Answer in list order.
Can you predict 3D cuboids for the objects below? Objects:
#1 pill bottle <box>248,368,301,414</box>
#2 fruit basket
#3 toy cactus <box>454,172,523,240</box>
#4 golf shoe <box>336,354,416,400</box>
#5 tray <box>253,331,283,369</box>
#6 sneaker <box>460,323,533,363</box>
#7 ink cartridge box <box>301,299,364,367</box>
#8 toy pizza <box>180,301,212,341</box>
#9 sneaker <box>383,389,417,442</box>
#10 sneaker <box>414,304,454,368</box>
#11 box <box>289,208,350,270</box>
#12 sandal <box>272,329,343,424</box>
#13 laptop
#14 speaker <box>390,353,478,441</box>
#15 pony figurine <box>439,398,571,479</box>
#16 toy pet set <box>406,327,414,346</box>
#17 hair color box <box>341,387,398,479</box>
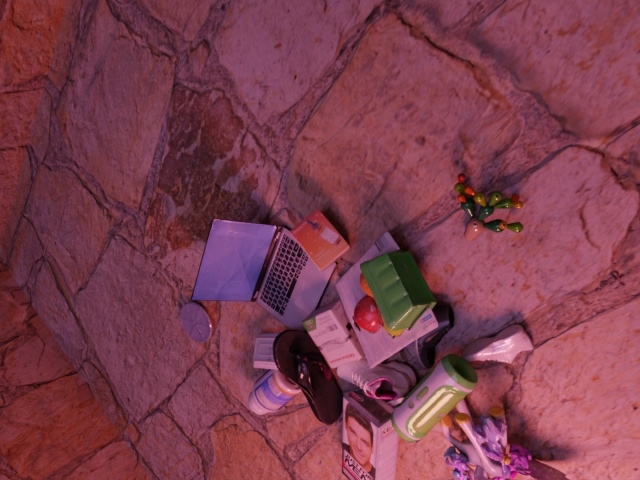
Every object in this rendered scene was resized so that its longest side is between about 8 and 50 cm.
[{"bbox_3d":[-0.185,0.608,1.785,0.152,0.152,0.272,49,125,10],"label":"pill bottle"},{"bbox_3d":[0.199,0.198,1.402,0.353,0.165,0.327,-56,50,48],"label":"fruit basket"},{"bbox_3d":[0.453,-0.077,1.214,0.219,0.112,0.180,34,139,17],"label":"toy cactus"},{"bbox_3d":[0.174,0.483,1.527,0.306,0.140,0.115,-3,105,34],"label":"golf shoe"},{"bbox_3d":[-0.188,0.431,1.707,0.270,0.030,0.145,-14,64,47],"label":"tray"},{"bbox_3d":[0.527,0.335,1.300,0.212,0.080,0.094,-35,97,34],"label":"sneaker"},{"bbox_3d":[0.055,0.341,1.577,0.153,0.087,0.208,-29,94,35],"label":"ink cartridge box"},{"bbox_3d":[-0.576,0.379,2.033,0.201,0.032,0.201,10,110,28],"label":"toy pizza"},{"bbox_3d":[0.331,0.594,1.484,0.226,0.086,0.163,-41,71,44],"label":"sneaker"},{"bbox_3d":[0.367,0.309,1.383,0.118,0.083,0.222,-2,102,33],"label":"sneaker"},{"bbox_3d":[0.000,0.000,1.481,0.130,0.091,0.170,-40,81,1],"label":"box"},{"bbox_3d":[-0.016,0.498,1.593,0.107,0.167,0.445,-3,126,49],"label":"sandal"},{"bbox_3d":[-0.217,0.153,1.611,0.408,0.236,0.382,34,121,19],"label":"laptop"},{"bbox_3d":[0.343,0.485,1.332,0.131,0.131,0.296,41,115,15],"label":"speaker"},{"bbox_3d":[0.522,0.671,1.317,0.351,0.303,0.363,0,112,66],"label":"pony figurine"},{"bbox_3d":[0.266,0.293,1.453,0.122,0.065,0.114,-26,90,36],"label":"toy pet set"},{"bbox_3d":[0.176,0.740,1.572,0.185,0.114,0.374,26,123,48],"label":"hair color box"}]
